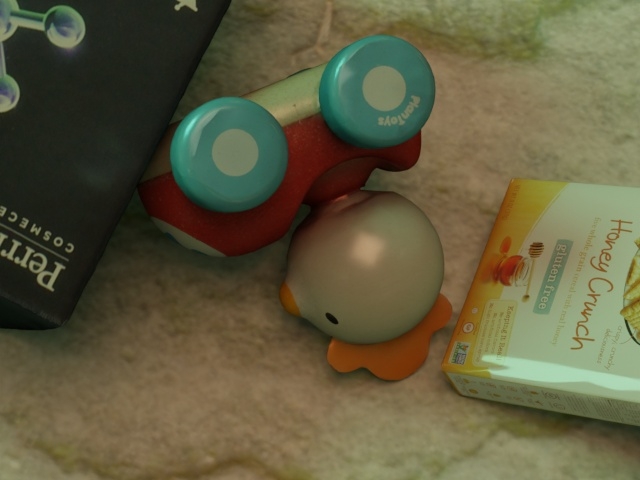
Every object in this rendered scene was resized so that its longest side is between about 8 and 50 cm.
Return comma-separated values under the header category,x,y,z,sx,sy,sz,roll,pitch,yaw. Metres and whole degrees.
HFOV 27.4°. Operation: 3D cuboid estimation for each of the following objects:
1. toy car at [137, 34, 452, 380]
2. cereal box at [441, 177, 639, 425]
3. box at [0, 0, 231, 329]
category,x,y,z,sx,sy,sz,roll,pitch,yaw
toy car,0.000,0.000,0.932,0.210,0.219,0.238,-24,96,-13
cereal box,0.223,0.043,0.916,0.240,0.047,0.173,5,59,33
box,-0.236,-0.178,0.877,0.294,0.212,0.395,30,75,-22
